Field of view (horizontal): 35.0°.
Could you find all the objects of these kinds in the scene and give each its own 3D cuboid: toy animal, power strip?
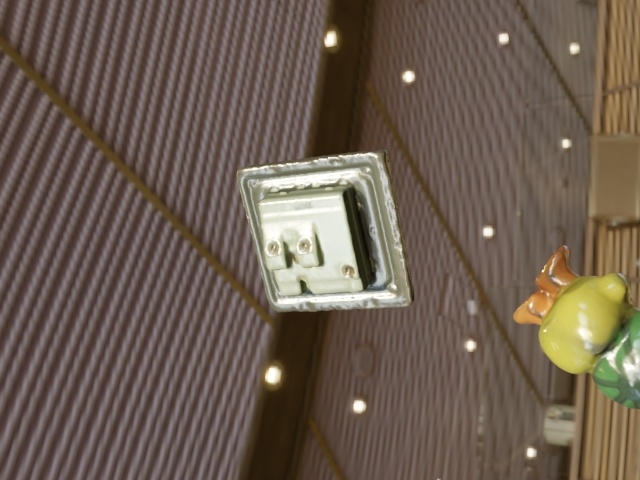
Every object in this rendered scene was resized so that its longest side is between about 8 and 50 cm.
[{"bbox_3d":[0.514,0.176,1.847,0.191,0.338,0.216,-22,-39,-48],"label":"toy animal"},{"bbox_3d":[-0.001,-0.001,1.552,0.092,0.257,0.251,-32,-66,-61],"label":"power strip"}]

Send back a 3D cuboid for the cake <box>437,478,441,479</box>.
[{"bbox_3d":[0.158,0.520,1.632,0.295,0.116,0.113,-40,-67,-28],"label":"cake"}]
